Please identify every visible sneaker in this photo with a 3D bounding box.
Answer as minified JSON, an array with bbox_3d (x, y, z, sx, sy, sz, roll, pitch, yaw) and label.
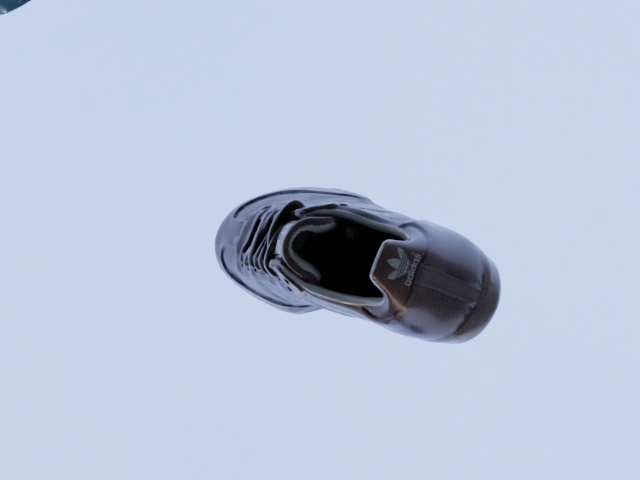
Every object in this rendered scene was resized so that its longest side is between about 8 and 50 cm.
[{"bbox_3d":[0.000,0.000,0.783,0.071,0.188,0.066,26,-101,-40],"label":"sneaker"}]

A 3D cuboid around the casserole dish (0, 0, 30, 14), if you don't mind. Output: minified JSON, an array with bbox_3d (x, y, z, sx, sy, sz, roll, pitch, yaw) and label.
[{"bbox_3d":[-0.145,-0.209,1.003,0.188,0.114,0.037,-31,-55,17],"label":"casserole dish"}]
